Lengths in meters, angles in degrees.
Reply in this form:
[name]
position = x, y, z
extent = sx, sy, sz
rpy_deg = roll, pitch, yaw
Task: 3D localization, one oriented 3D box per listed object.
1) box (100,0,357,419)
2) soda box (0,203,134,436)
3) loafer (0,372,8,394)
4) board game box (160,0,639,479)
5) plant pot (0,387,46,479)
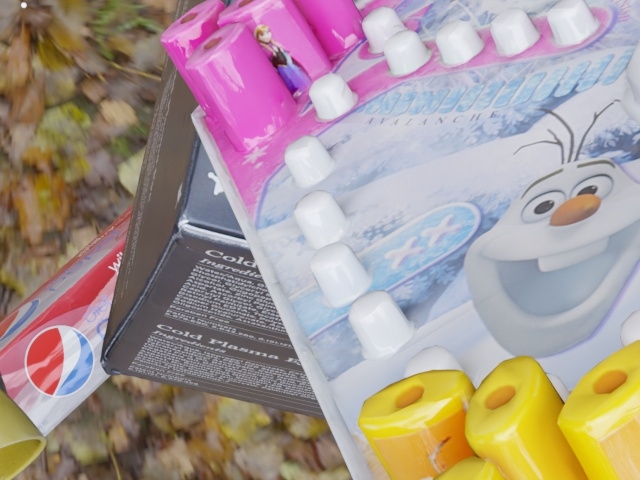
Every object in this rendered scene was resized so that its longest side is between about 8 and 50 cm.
[box]
position = 0.010, -0.098, 1.031
extent = 0.179, 0.312, 0.343
rpy_deg = 13, 72, -9
[soda box]
position = -0.205, 0.072, 1.539
extent = 0.263, 0.092, 0.083
rpy_deg = -44, 106, -18
[loafer]
position = -0.286, 0.056, 1.244
extent = 0.109, 0.095, 0.302
rpy_deg = -19, 115, 0
[board game box]
position = 0.148, -0.089, 0.522
extent = 0.390, 0.390, 0.050
rpy_deg = -32, 116, 2
[plant pot]
position = -0.225, 0.099, 0.940
extent = 0.134, 0.134, 0.095
rpy_deg = -32, 79, -4
